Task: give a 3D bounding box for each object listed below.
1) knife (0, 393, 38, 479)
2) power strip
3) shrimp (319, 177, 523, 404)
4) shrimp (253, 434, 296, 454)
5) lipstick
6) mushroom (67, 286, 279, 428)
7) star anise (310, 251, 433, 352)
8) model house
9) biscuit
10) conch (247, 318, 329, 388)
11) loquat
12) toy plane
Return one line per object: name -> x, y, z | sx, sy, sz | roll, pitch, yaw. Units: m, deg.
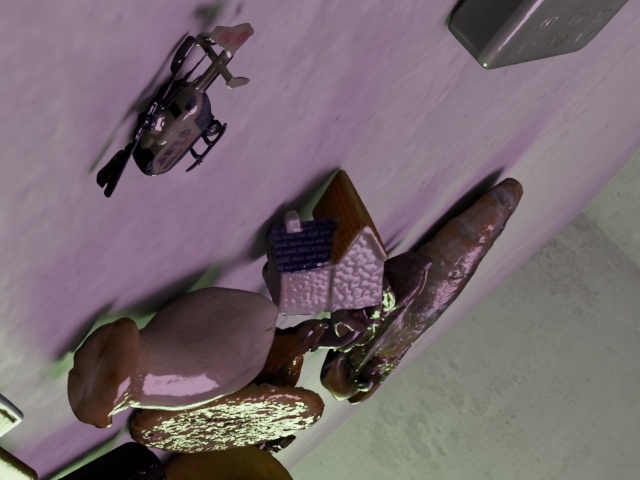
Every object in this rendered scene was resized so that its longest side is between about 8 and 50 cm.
knife -> -0.231, 0.129, 0.721 | 0.061, 0.027, 0.343 | -38, 165, -14
power strip -> 0.223, -0.231, 0.875 | 0.194, 0.059, 0.265 | -50, 166, 30
shrimp -> 0.156, 0.074, 1.664 | 0.446, 0.110, 0.221 | -49, 176, 11
shrimp -> -0.160, 0.400, 1.840 | 0.290, 0.054, 0.222 | -38, 168, -4
lipstick -> -0.265, 0.280, 1.011 | 0.299, 0.081, 0.081 | -24, 158, -53
mushroom -> -0.110, 0.089, 0.842 | 0.097, 0.088, 0.212 | -12, -176, 37
star anise -> 0.073, 0.076, 1.426 | 0.197, 0.073, 0.212 | -34, 168, -24
model house -> 0.000, 0.000, 0.929 | 0.100, 0.088, 0.100 | -8, 133, -10
biscuit -> -0.099, 0.192, 1.138 | 0.219, 0.033, 0.220 | -8, 158, -3
conch -> -0.058, 0.122, 1.140 | 0.086, 0.080, 0.233 | -28, 160, -20
loquat -> -0.136, 0.388, 1.461 | 0.244, 0.244, 0.244 | -41, 168, -11
toy plane -> -0.071, -0.068, 0.553 | 0.121, 0.031, 0.049 | -46, 160, 28
